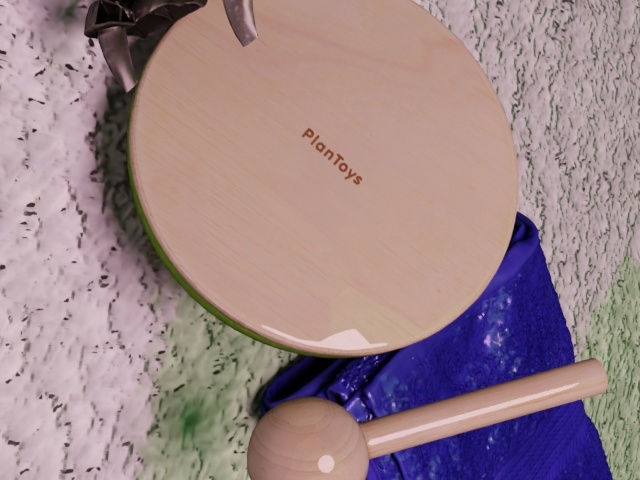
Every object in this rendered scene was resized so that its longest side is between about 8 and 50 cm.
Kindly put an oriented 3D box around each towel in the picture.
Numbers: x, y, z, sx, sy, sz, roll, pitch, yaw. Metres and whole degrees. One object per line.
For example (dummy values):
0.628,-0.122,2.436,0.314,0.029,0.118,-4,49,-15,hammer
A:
0.102,0.162,0.793,0.228,0.076,0.308,-36,116,-36,towel

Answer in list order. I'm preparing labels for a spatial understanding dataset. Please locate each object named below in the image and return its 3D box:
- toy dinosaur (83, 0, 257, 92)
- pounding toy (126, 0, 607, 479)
-0.092,-0.184,0.517,0.322,0.164,0.218,-48,117,-15,toy dinosaur
0.000,0.000,0.641,0.183,0.110,0.236,-19,81,-23,pounding toy
